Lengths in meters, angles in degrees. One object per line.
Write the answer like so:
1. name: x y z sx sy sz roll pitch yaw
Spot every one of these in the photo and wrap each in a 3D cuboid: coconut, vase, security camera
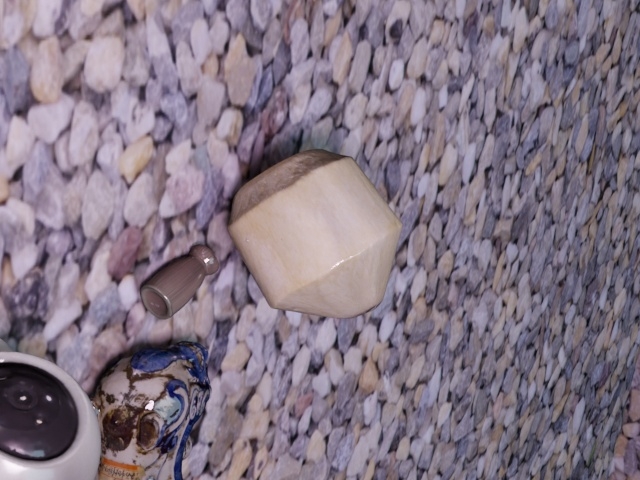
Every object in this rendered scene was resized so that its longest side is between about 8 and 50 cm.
1. coconut: 0.000 0.000 1.537 0.202 0.222 0.202 -31 175 -3
2. vase: -0.172 0.049 1.490 0.100 0.053 0.053 -44 139 -39
3. security camera: -0.329 0.201 1.195 0.194 0.236 0.194 -29 131 -40

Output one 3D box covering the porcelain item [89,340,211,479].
1. porcelain item: -0.215 0.265 1.496 0.186 0.138 0.288 -26 125 -67
